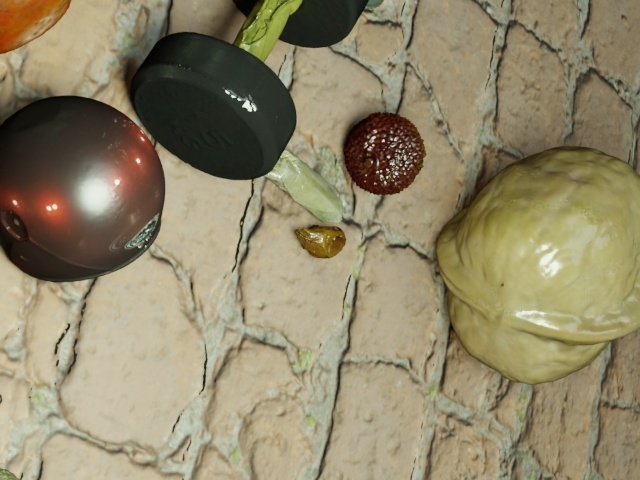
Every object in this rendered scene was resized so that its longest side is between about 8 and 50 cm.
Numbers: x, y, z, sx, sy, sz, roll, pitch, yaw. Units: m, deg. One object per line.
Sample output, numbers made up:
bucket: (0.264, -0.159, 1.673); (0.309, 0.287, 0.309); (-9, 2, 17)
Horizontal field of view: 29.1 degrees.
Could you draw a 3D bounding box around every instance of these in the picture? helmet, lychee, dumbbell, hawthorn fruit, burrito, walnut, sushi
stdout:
helmet: (-0.276, -0.062, 1.389); (0.216, 0.193, 0.189); (40, 56, 0)
lychee: (0.097, -0.130, 1.794); (0.129, 0.123, 0.123); (-42, 114, -38)
dumbbell: (-0.081, -0.256, 1.574); (0.204, 0.203, 0.322); (48, 56, -31)
hawthorn fruit: (-0.370, -0.276, 1.317); (0.200, 0.179, 0.179); (-49, 119, -22)
burrito: (-0.026, -0.079, 1.721); (0.188, 0.045, 0.058); (37, 68, -38)
walnut: (0.358, 0.033, 1.900); (0.381, 0.381, 0.381); (6, 82, -44)
sushi: (0.000, 0.000, 1.740); (0.099, 0.047, 0.050); (21, 82, -59)

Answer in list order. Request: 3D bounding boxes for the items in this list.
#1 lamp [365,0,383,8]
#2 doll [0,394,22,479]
lamp: (0.074, -0.390, 1.733); (0.121, 0.214, 0.121); (9, 78, -45)
doll: (-0.410, 0.239, 1.278); (0.286, 0.091, 0.203); (32, 30, -50)
